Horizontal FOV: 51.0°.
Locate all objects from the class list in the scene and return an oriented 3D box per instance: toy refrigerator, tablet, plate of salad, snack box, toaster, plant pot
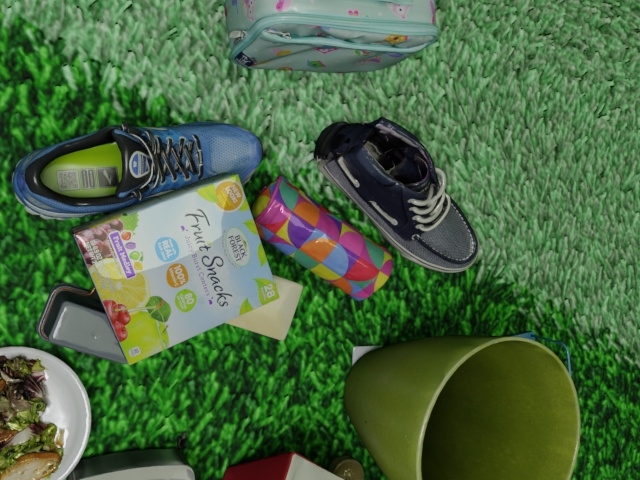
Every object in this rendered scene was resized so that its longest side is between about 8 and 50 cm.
[{"bbox_3d":[-0.173,0.060,0.938,0.270,0.102,0.094,21,84,-22],"label":"toy refrigerator"},{"bbox_3d":[0.076,0.214,1.098,0.054,0.006,0.083,2,92,-23],"label":"tablet"},{"bbox_3d":[-0.401,0.237,0.862,0.200,0.048,0.199,1,81,-10],"label":"plate of salad"},{"bbox_3d":[-0.177,0.029,0.837,0.207,0.070,0.174,-24,107,-20],"label":"snack box"},{"bbox_3d":[-0.253,0.369,0.906,0.168,0.110,0.185,-1,85,-22],"label":"toaster"},{"bbox_3d":[0.164,0.253,0.973,0.275,0.293,0.274,-1,93,-29],"label":"plant pot"}]

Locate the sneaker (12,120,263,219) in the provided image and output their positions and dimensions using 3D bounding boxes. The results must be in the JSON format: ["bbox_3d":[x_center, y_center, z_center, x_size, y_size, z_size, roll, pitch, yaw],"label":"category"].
[{"bbox_3d":[-0.227,-0.090,0.886,0.330,0.147,0.129,-14,97,-22],"label":"sneaker"}]

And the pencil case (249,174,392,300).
[{"bbox_3d":[0.000,0.000,1.012,0.236,0.104,0.104,35,79,-22],"label":"pencil case"}]

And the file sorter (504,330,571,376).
[{"bbox_3d":[0.329,0.234,1.149,0.170,0.104,0.118,-8,95,-21],"label":"file sorter"}]

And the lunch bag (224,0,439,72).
[{"bbox_3d":[0.010,-0.304,0.932,0.279,0.224,0.107,-4,94,-23],"label":"lunch bag"}]

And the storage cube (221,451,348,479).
[{"bbox_3d":[-0.041,0.421,0.925,0.184,0.193,0.215,33,53,-20],"label":"storage cube"}]

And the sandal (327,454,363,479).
[{"bbox_3d":[0.052,0.469,1.059,0.088,0.079,0.240,-5,94,-22],"label":"sandal"}]

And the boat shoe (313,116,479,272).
[{"bbox_3d":[0.148,-0.058,1.033,0.341,0.158,0.127,35,79,-19],"label":"boat shoe"}]

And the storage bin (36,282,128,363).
[{"bbox_3d":[-0.298,0.111,0.895,0.135,0.091,0.098,23,84,-22],"label":"storage bin"}]
